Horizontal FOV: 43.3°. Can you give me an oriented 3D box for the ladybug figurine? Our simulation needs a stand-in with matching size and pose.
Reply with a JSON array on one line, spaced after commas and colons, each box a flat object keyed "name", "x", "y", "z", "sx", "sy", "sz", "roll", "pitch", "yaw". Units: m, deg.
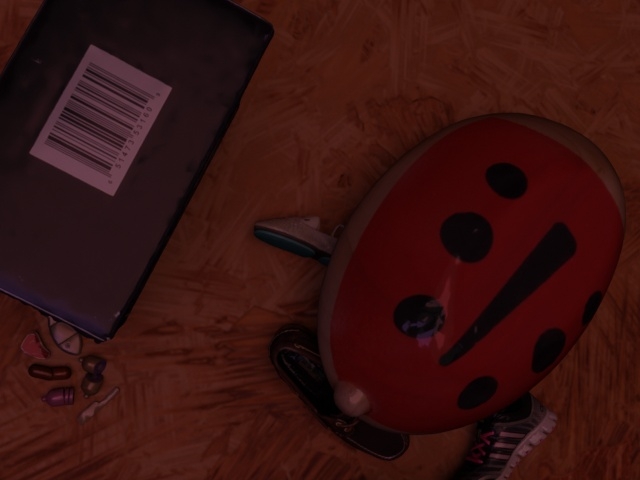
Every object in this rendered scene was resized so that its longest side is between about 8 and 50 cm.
[{"name": "ladybug figurine", "x": 0.186, "y": 0.033, "z": 0.891, "sx": 0.449, "sy": 0.162, "sz": 0.305, "roll": -46, "pitch": 107, "yaw": -21}]

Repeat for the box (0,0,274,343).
[{"name": "box", "x": -0.204, "y": -0.077, "z": 0.769, "sx": 0.182, "sy": 0.294, "sz": 0.296, "roll": 28, "pitch": 81, "yaw": -8}]

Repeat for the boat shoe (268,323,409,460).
[{"name": "boat shoe", "x": 0.020, "y": 0.182, "z": 0.916, "sx": 0.207, "sy": 0.073, "sz": 0.073, "roll": 41, "pitch": 97, "yaw": -7}]

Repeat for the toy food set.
[{"name": "toy food set", "x": -0.280, "y": 0.140, "z": 0.879, "sx": 0.078, "sy": 0.019, "sz": 0.122, "roll": -42, "pitch": 96, "yaw": -12}]

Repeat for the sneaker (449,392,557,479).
[{"name": "sneaker", "x": 0.205, "y": 0.239, "z": 0.967, "sx": 0.170, "sy": 0.063, "sz": 0.075, "roll": -38, "pitch": 96, "yaw": -17}]

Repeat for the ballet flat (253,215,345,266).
[{"name": "ballet flat", "x": 0.000, "y": 0.000, "z": 0.941, "sx": 0.168, "sy": 0.057, "sz": 0.052, "roll": 24, "pitch": 71, "yaw": -20}]
